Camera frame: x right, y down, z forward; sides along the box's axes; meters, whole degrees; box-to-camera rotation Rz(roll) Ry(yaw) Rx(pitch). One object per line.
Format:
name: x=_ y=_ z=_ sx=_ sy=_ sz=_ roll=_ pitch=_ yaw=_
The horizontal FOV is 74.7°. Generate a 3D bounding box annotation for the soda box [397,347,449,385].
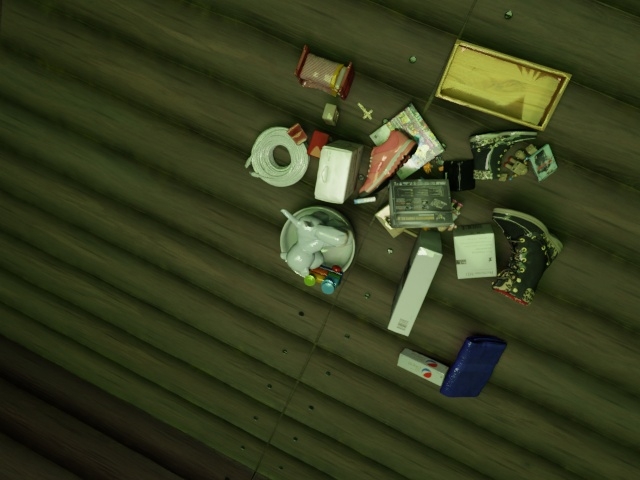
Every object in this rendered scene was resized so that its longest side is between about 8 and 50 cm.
soda box: x=0.471 y=0.580 z=1.935 sx=0.216 sy=0.074 sz=0.069 roll=19 pitch=113 yaw=29

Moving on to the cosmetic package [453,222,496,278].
cosmetic package: x=0.625 y=0.041 z=1.708 sx=0.152 sy=0.151 sz=0.183 roll=-6 pitch=106 yaw=18

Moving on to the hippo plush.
hippo plush: x=-0.022 y=0.029 z=1.650 sx=0.235 sy=0.294 sz=0.236 roll=31 pitch=109 yaw=26

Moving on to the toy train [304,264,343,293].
toy train: x=-0.038 y=0.144 z=1.771 sx=0.248 sy=0.143 sz=0.105 roll=18 pitch=111 yaw=8

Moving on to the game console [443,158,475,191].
game console: x=0.560 y=-0.264 z=1.697 sx=0.107 sy=0.071 sz=0.122 roll=9 pitch=111 yaw=40

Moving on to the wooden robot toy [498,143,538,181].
wooden robot toy: x=0.771 y=-0.288 z=1.621 sx=0.079 sy=0.076 sz=0.173 roll=19 pitch=117 yaw=-30

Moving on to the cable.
cable: x=-0.171 y=-0.362 z=1.822 sx=0.257 sy=0.089 sz=0.256 roll=29 pitch=111 yaw=4

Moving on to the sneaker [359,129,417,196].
sneaker: x=0.248 y=-0.309 z=1.695 sx=0.136 sy=0.116 sz=0.313 roll=49 pitch=120 yaw=13

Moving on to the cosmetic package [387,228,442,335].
cosmetic package: x=0.391 y=0.160 z=1.739 sx=0.098 sy=0.284 sz=0.376 roll=20 pitch=111 yaw=9

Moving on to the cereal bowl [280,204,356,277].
cereal bowl: x=0.000 y=0.000 z=1.866 sx=0.340 sy=0.141 sz=0.338 roll=5 pitch=109 yaw=14

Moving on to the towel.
towel: x=0.672 y=0.560 z=1.870 sx=0.228 sy=0.076 sz=0.307 roll=10 pitch=111 yaw=-24

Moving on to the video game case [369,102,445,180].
video game case: x=0.349 y=-0.393 z=1.689 sx=0.210 sy=0.042 sz=0.232 roll=-35 pitch=96 yaw=28

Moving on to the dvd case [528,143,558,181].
dvd case: x=0.839 y=-0.290 z=1.580 sx=0.087 sy=0.013 sz=0.119 roll=-38 pitch=120 yaw=2

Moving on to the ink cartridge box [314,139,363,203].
ink cartridge box: x=0.080 y=-0.279 z=1.676 sx=0.117 sy=0.283 sz=0.207 roll=13 pitch=111 yaw=11

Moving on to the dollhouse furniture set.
dollhouse furniture set: x=-0.023 y=-0.528 z=1.645 sx=0.202 sy=0.152 sz=0.373 roll=21 pitch=96 yaw=7

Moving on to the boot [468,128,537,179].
boot: x=0.694 y=-0.329 z=1.603 sx=0.237 sy=0.085 sz=0.178 roll=-1 pitch=108 yaw=23

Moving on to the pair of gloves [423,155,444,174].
pair of gloves: x=0.461 y=-0.310 z=1.712 sx=0.084 sy=0.010 sz=0.074 roll=-15 pitch=103 yaw=18

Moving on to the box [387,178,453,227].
box: x=0.382 y=-0.142 z=1.612 sx=0.231 sy=0.056 sz=0.182 roll=-2 pitch=77 yaw=-2

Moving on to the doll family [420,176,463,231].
doll family: x=0.443 y=-0.133 z=1.730 sx=0.263 sy=0.118 sz=0.163 roll=34 pitch=95 yaw=-2

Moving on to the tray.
tray: x=0.657 y=-0.567 z=1.542 sx=0.412 sy=0.076 sz=0.202 roll=21 pitch=111 yaw=7

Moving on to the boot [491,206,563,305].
boot: x=0.739 y=0.063 z=1.582 sx=0.378 sy=0.138 sz=0.284 roll=29 pitch=87 yaw=-32

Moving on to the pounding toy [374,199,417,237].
pounding toy: x=0.309 y=-0.063 z=1.728 sx=0.094 sy=0.206 sz=0.181 roll=-38 pitch=95 yaw=23

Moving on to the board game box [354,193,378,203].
board game box: x=0.195 y=-0.177 z=1.783 sx=0.090 sy=0.090 sz=0.019 roll=-8 pitch=102 yaw=17

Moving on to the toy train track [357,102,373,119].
toy train track: x=0.181 y=-0.528 z=1.713 sx=0.048 sy=0.014 sz=0.083 roll=-39 pitch=94 yaw=22
